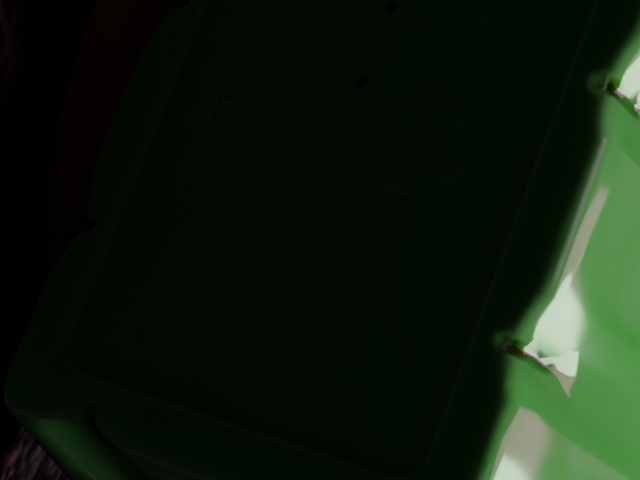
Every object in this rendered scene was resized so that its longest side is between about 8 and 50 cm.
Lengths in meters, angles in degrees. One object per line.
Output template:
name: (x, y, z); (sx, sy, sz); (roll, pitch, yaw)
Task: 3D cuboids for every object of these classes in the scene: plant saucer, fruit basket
plant saucer: (-0.052, -0.062, 0.718); (0.200, 0.037, 0.200); (19, 90, -82)
fruit basket: (0.073, -0.006, 0.701); (0.392, 0.283, 0.392); (-33, 130, -50)
